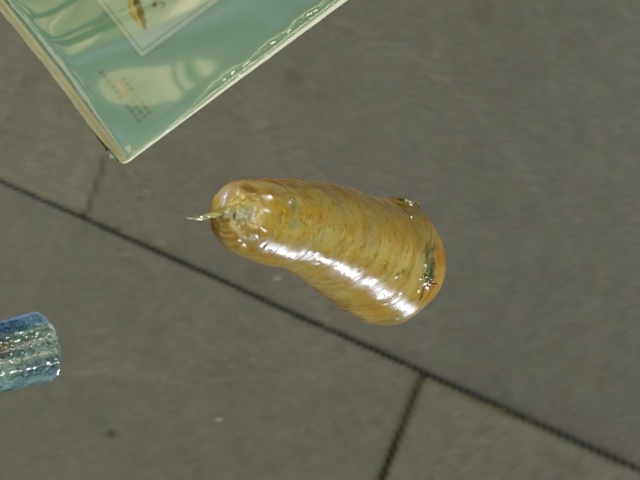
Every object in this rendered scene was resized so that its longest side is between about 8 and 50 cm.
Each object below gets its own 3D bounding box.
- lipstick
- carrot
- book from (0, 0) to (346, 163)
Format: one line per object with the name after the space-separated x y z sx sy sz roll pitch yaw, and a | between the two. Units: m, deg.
-0.290 0.096 1.254 0.053 0.234 0.053 14 109 46 | lipstick
0.000 0.000 0.979 0.078 0.298 0.078 -2 83 20 | carrot
-0.116 -0.278 1.680 0.379 0.031 0.264 -37 91 -19 | book
